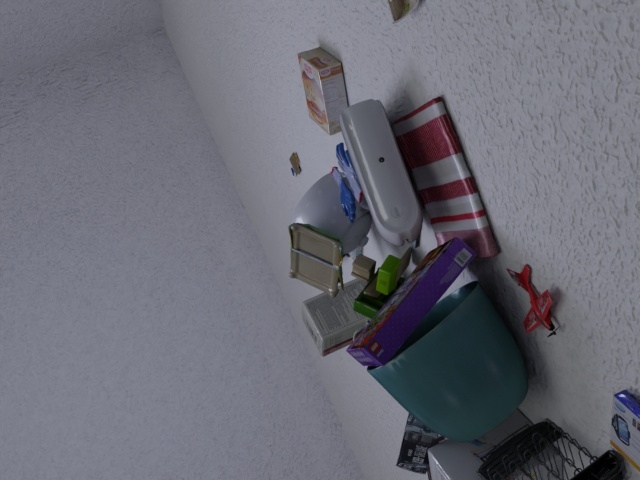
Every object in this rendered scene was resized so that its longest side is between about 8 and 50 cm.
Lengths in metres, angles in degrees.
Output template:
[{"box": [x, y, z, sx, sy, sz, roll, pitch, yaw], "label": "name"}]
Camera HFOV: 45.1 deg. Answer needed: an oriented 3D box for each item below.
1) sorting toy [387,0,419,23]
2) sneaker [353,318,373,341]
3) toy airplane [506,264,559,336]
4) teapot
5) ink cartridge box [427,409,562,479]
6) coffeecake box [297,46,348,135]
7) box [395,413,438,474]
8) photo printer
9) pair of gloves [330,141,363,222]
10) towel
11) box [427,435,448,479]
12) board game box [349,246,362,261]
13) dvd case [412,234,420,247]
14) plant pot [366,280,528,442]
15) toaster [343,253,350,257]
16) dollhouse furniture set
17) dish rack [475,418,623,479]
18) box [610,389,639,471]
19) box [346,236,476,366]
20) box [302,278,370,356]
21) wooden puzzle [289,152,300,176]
[{"box": [0.157, -0.455, 1.431, 0.075, 0.044, 0.083, 10, 121, 65], "label": "sorting toy"}, {"box": [0.178, 0.259, 1.983, 0.410, 0.181, 0.158, 83, -156, -70], "label": "sneaker"}, {"box": [0.392, 0.110, 1.416, 0.151, 0.028, 0.151, 159, 90, -75], "label": "toy airplane"}, {"box": [0.055, -0.053, 2.085, 0.187, 0.252, 0.256, 38, 172, 19], "label": "teapot"}, {"box": [0.375, 0.512, 1.656, 0.168, 0.232, 0.171, 48, 156, 54], "label": "ink cartridge box"}, {"box": [0.010, -0.390, 2.010, 0.142, 0.068, 0.186, -129, 23, -52], "label": "coffeecake box"}, {"box": [0.260, 0.363, 1.815, 0.243, 0.076, 0.308, 89, -161, -56], "label": "box"}, {"box": [0.139, -0.136, 1.700, 0.256, 0.107, 0.308, 18, -128, -85], "label": "photo printer"}, {"box": [0.062, -0.142, 1.889, 0.198, 0.023, 0.159, 101, 150, -62], "label": "pair of gloves"}, {"box": [0.251, -0.116, 1.592, 0.329, 0.037, 0.237, 69, 165, -3], "label": "towel"}, {"box": [0.415, 0.672, 1.953, 0.381, 0.143, 0.191, 42, 151, 57], "label": "box"}, {"box": [0.084, -0.018, 2.376, 0.154, 0.026, 0.103, 59, 164, 32], "label": "board game box"}, {"box": [0.216, -0.049, 1.866, 0.120, 0.013, 0.087, 89, 155, -51], "label": "dvd case"}, {"box": [0.281, 0.263, 1.574, 0.235, 0.293, 0.293, 51, 165, 3], "label": "plant pot"}, {"box": [0.000, 0.000, 2.547, 0.168, 0.110, 0.185, 68, 166, -2], "label": "toaster"}, {"box": [0.077, 0.047, 2.006, 0.301, 0.151, 0.198, 24, 135, 21], "label": "dollhouse furniture set"}, {"box": [0.419, 0.434, 1.462, 0.074, 0.208, 0.271, 61, 171, -22], "label": "dish rack"}, {"box": [0.515, 0.309, 1.262, 0.081, 0.028, 0.136, -130, 25, -52], "label": "box"}, {"box": [0.179, 0.130, 1.571, 0.057, 0.293, 0.201, 42, 168, 1], "label": "box"}, {"box": [0.076, 0.228, 2.347, 0.127, 0.232, 0.149, 90, 154, -57], "label": "box"}, {"box": [-0.088, -0.264, 2.681, 0.116, 0.014, 0.079, 165, 88, -76], "label": "wooden puzzle"}]
